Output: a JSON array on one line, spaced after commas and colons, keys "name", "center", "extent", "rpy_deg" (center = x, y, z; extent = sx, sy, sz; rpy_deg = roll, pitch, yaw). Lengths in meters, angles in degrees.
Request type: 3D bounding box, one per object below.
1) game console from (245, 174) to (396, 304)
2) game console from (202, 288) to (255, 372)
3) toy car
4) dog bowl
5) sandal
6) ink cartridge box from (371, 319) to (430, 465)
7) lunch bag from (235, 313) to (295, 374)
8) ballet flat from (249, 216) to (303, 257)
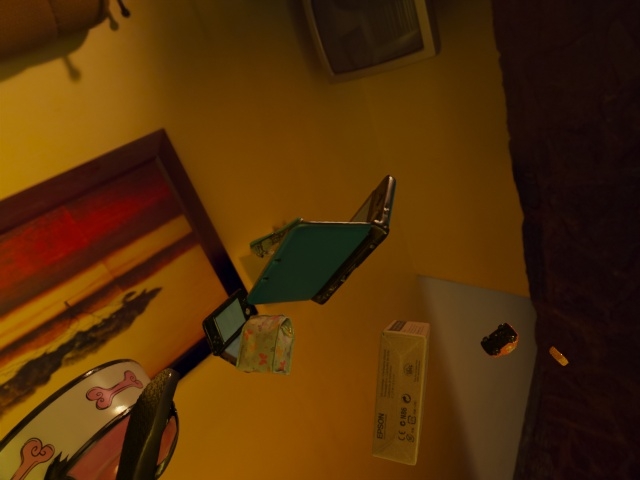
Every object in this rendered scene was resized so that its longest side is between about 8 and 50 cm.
[{"name": "game console", "center": [0.000, 0.000, 0.874], "extent": [0.293, 0.174, 0.250], "rpy_deg": [-53, -165, 46]}, {"name": "game console", "center": [-0.163, 0.188, 0.919], "extent": [0.085, 0.124, 0.144], "rpy_deg": [-4, -157, 28]}, {"name": "toy car", "center": [0.308, 0.174, 0.654], "extent": [0.060, 0.041, 0.122], "rpy_deg": [-53, -148, -4]}, {"name": "dog bowl", "center": [-0.443, 0.440, 0.814], "extent": [0.151, 0.407, 0.408], "rpy_deg": [31, -133, 13]}, {"name": "sandal", "center": [-0.253, 0.319, 0.627], "extent": [0.097, 0.055, 0.254], "rpy_deg": [-21, -129, 43]}, {"name": "ink cartridge box", "center": [0.167, 0.289, 0.864], "extent": [0.088, 0.234, 0.193], "rpy_deg": [4, 177, 16]}, {"name": "lunch bag", "center": [-0.077, 0.150, 0.624], "extent": [0.071, 0.053, 0.083], "rpy_deg": [-6, -111, 29]}, {"name": "ballet flat", "center": [-0.108, -0.003, 1.159], "extent": [0.189, 0.070, 0.070], "rpy_deg": [-25, -159, 32]}]
